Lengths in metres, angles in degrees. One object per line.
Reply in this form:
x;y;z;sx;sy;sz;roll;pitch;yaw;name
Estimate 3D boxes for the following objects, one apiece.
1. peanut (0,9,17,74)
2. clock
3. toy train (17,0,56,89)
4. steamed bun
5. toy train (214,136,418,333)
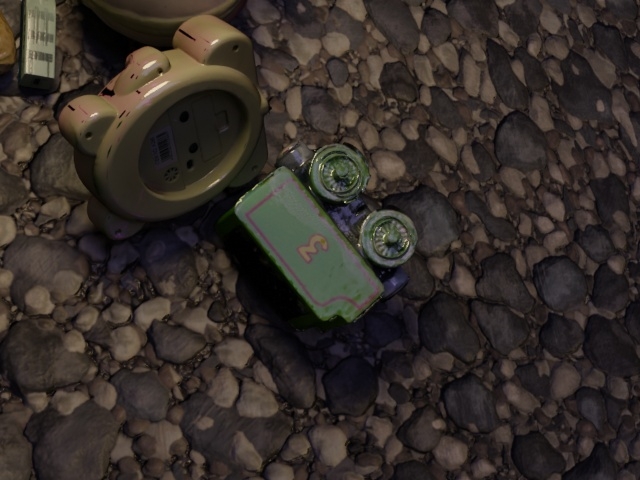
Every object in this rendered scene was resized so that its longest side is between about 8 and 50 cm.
-0.516;-0.332;1.403;0.080;0.080;0.175;-25;85;-29;peanut
-0.226;-0.160;1.394;0.309;0.284;0.114;-32;51;-25;clock
-0.444;-0.355;1.462;0.052;0.051;0.234;6;73;-29;toy train
-0.223;-0.441;1.477;0.309;0.309;0.310;8;72;-24;steamed bun
0.000;0.000;1.507;0.249;0.173;0.307;-41;95;-23;toy train
